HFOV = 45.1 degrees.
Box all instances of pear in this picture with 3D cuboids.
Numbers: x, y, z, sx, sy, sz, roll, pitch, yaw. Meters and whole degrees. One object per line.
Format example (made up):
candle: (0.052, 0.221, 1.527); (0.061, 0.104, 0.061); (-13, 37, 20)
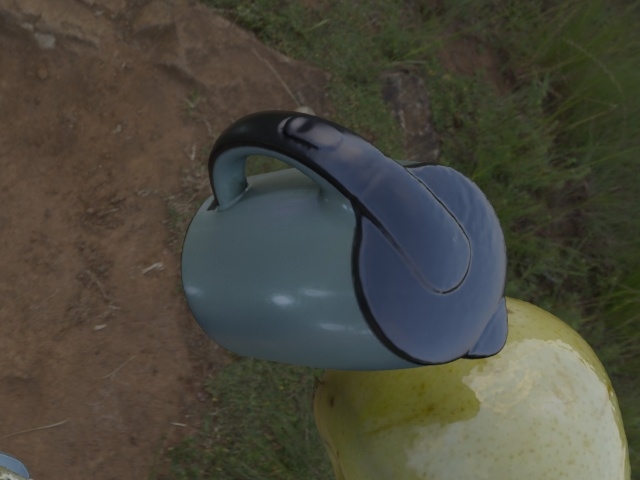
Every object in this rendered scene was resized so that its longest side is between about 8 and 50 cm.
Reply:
pear: (0.149, 0.205, 0.773); (0.309, 0.309, 0.309); (8, 75, -30)

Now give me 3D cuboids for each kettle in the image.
kettle: (0.000, 0.000, 0.571); (0.161, 0.236, 0.221); (-49, 115, -25)

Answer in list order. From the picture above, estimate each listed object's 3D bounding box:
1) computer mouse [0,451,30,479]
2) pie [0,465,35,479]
computer mouse: (-0.631, 0.443, 1.399); (0.231, 0.079, 0.128); (37, 31, -41)
pie: (-0.475, 0.440, 1.069); (0.274, 0.055, 0.274); (0, 93, 2)
